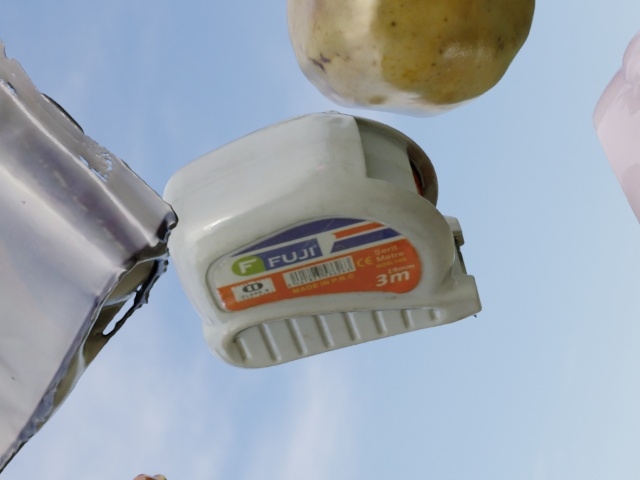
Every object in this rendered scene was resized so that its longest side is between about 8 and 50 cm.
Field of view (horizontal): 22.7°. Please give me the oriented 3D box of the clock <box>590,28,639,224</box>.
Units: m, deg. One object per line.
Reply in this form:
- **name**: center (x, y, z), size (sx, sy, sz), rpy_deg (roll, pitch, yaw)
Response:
- **clock**: center (0.426, -0.081, 1.538), size (0.368, 0.250, 0.377), rpy_deg (57, -166, -16)

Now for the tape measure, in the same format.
- **tape measure**: center (0.000, 0.000, 1.459), size (0.265, 0.258, 0.130), rpy_deg (71, -172, -48)

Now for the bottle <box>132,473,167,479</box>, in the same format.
- **bottle**: center (-0.114, 0.279, 1.623), size (0.187, 0.069, 0.069), rpy_deg (27, -107, -32)

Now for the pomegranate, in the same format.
- **pomegranate**: center (0.102, -0.312, 1.998), size (0.332, 0.332, 0.332), rpy_deg (11, -90, -68)

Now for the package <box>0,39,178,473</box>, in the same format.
- **package**: center (-0.204, 0.000, 0.944), size (0.251, 0.204, 0.062), rpy_deg (-51, -10, 31)
